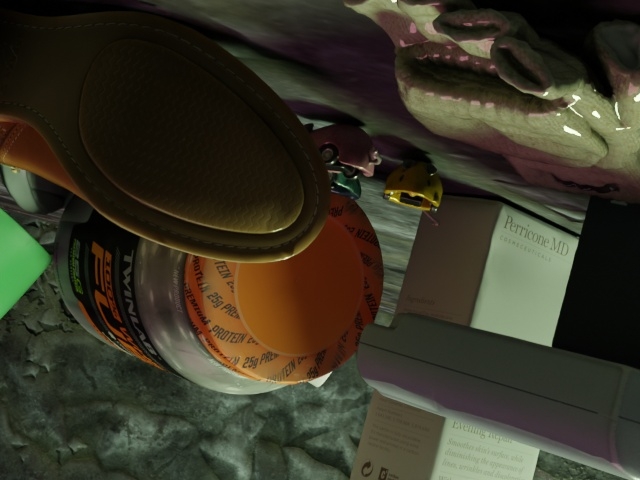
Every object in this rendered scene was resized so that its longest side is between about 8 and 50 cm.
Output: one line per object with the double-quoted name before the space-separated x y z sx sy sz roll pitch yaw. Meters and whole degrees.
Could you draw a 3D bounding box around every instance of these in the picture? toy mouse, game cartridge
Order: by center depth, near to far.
"game cartridge" 0.185 0.108 0.575 0.294 0.060 0.196 21 169 -40
"toy mouse" 0.012 -0.054 0.662 0.143 0.031 0.161 15 174 9

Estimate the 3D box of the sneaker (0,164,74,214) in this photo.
"sneaker" -0.270 -0.075 0.920 0.091 0.094 0.258 21 171 -2

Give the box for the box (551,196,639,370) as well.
"box" 0.235 0.041 0.581 0.153 0.108 0.207 14 174 27

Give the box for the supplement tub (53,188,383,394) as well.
"supplement tub" -0.094 0.020 0.850 0.194 0.193 0.316 19 173 -29

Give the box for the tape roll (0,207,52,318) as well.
"tape roll" -0.382 -0.058 0.871 0.321 0.077 0.321 37 167 10

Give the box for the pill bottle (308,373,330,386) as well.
"pill bottle" -0.091 0.054 1.098 0.264 0.146 0.146 32 174 -1

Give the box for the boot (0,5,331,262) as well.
"boot" -0.132 -0.059 0.602 0.284 0.109 0.220 18 173 -1

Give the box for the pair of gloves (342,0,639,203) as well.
"pair of gloves" 0.146 -0.043 0.366 0.240 0.042 0.204 14 177 38

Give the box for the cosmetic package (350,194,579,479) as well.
"cosmetic package" 0.116 0.091 0.762 0.117 0.231 0.085 20 173 -38
